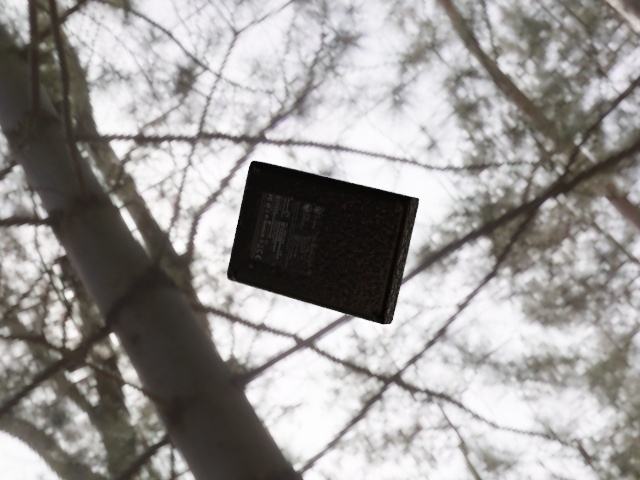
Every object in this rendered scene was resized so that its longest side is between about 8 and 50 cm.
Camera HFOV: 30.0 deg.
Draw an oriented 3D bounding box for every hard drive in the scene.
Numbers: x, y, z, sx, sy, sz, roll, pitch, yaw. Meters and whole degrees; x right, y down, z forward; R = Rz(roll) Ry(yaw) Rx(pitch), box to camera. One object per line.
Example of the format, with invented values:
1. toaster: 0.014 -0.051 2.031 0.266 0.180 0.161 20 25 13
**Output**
1. hard drive: 0.000 0.000 0.879 0.022 0.135 0.094 3 -79 -62
